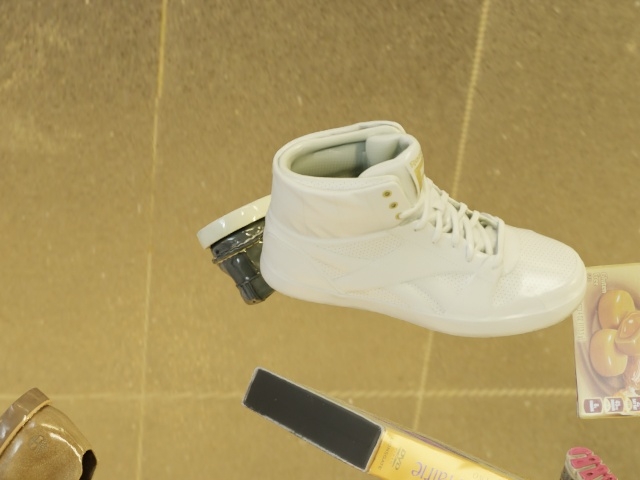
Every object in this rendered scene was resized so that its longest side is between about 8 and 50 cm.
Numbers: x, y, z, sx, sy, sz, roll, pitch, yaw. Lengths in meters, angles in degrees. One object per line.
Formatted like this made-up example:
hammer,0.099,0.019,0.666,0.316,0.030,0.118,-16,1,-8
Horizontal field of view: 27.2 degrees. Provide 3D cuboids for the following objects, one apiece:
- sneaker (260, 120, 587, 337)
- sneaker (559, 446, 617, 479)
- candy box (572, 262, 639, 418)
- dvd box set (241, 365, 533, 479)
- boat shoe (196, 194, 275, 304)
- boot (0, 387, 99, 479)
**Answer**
sneaker,0.095,-0.012,1.132,0.293,0.108,0.169,6,139,0
sneaker,0.390,0.367,1.825,0.063,0.170,0.075,-24,153,-31
candy box,0.460,0.112,1.558,0.316,0.087,0.183,-6,83,25
dvd box set,0.141,0.286,1.688,0.420,0.308,0.062,26,85,-32
boat shoe,0.003,-0.002,1.479,0.127,0.340,0.113,-29,83,30
boot,-0.357,0.314,1.476,0.115,0.112,0.305,38,112,6
